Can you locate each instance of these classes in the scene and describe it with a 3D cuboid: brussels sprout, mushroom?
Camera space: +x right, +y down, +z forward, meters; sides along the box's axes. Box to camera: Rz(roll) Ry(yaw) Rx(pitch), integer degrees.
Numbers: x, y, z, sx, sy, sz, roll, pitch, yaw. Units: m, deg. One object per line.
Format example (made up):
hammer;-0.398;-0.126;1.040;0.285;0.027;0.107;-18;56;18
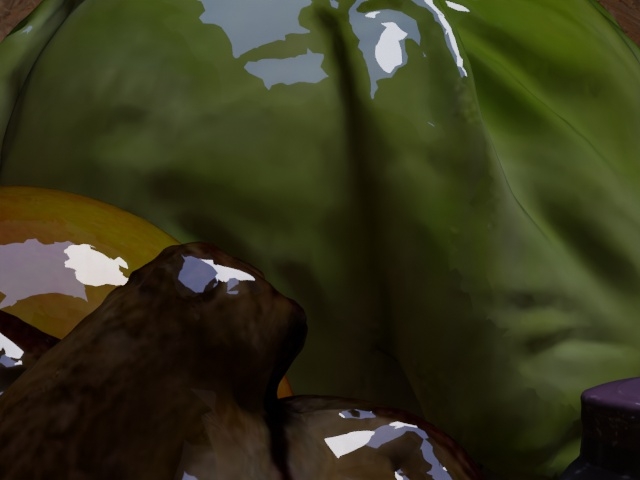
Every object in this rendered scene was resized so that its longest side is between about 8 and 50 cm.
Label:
brussels sprout;0.001;-0.019;0.936;0.425;0.361;0.342;4;-9;4
mushroom;-0.068;0.101;0.415;0.231;0.194;0.138;19;-35;16

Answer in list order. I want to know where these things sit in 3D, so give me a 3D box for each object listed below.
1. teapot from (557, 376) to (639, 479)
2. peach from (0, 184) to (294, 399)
teapot;0.141;0.121;0.649;0.148;0.146;0.116;7;2;-16
peach;-0.093;0.082;0.598;0.197;0.197;0.197;7;2;0
